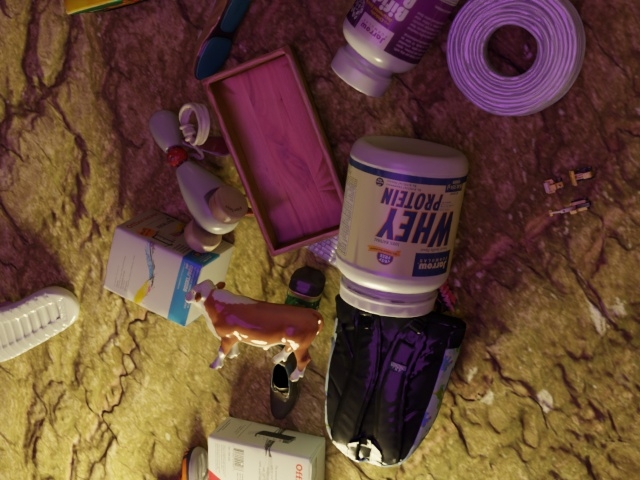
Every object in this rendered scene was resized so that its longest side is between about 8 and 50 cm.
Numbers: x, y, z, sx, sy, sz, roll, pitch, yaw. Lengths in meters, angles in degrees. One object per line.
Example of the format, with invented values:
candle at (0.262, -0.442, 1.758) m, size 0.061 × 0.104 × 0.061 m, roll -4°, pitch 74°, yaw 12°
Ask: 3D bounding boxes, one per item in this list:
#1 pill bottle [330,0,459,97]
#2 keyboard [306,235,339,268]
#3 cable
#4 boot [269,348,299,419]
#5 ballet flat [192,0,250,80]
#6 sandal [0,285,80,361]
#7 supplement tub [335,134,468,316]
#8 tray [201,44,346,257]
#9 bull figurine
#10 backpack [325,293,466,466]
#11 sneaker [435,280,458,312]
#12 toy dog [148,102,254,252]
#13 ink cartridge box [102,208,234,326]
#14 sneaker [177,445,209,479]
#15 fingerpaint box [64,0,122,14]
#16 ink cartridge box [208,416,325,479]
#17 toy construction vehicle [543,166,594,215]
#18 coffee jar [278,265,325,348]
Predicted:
pill bottle at (0.148, -0.432, 1.594) m, size 0.169 × 0.169 × 0.301 m, roll 37°, pitch 115°, yaw 7°
keyboard at (0.000, 0.000, 1.871) m, size 0.256 × 0.014 × 0.072 m, roll 32°, pitch 115°, yaw 10°
cable at (0.368, -0.362, 1.572) m, size 0.257 × 0.089 × 0.257 m, roll -25°, pitch 96°, yaw 26°
boot at (-0.097, 0.347, 1.963) m, size 0.082 × 0.106 × 0.219 m, roll 19°, pitch 112°, yaw 15°
ballet flat at (-0.221, -0.457, 1.797) m, size 0.073 × 0.080 × 0.232 m, roll 50°, pitch 118°, yaw 33°
sandal at (-0.821, 0.221, 2.223) m, size 0.417 × 0.102 × 0.169 m, roll -16°, pitch 115°, yaw 12°
supplement tub at (0.157, -0.032, 1.669) m, size 0.236 × 0.235 × 0.324 m, roll 13°, pitch 108°, yaw 18°
tray at (-0.082, -0.189, 1.794) m, size 0.203 × 0.076 × 0.410 m, roll -19°, pitch 99°, yaw 12°
bull figurine at (-0.153, 0.192, 1.811) m, size 0.311 × 0.101 × 0.188 m, roll 11°, pitch 116°, yaw 2°
backpack at (0.147, 0.311, 1.797) m, size 0.290 × 0.273 × 0.355 m, roll 12°, pitch 90°, yaw 17°
sneaker at (0.249, 0.106, 1.792) m, size 0.057 × 0.047 × 0.119 m, roll -20°, pitch 97°, yaw 37°
toy dog at (-0.248, -0.145, 1.856) m, size 0.220 × 0.161 × 0.333 m, roll -11°, pitch 93°, yaw 42°
ink cartridge box at (-0.356, 0.059, 1.941) m, size 0.233 × 0.171 × 0.168 m, roll 23°, pitch 113°, yaw 13°
sneaker at (-0.374, 0.676, 2.164) m, size 0.180 × 0.124 × 0.320 m, roll 6°, pitch 108°, yaw 19°
fingerpaint box at (-0.394, -0.733, 1.719) m, size 0.371 × 0.163 × 0.444 m, roll -8°, pitch 103°, yaw 24°
ink cartridge box at (-0.130, 0.567, 2.039) m, size 0.273 × 0.114 × 0.196 m, roll 8°, pitch 108°, yaw 20°
toy construction vehicle at (0.493, -0.094, 1.635) m, size 0.098 × 0.035 × 0.085 m, roll -11°, pitch 102°, yaw 24°
coffee jar at (-0.045, 0.154, 1.890) m, size 0.079 × 0.096 × 0.184 m, roll 17°, pitch 112°, yaw 6°
